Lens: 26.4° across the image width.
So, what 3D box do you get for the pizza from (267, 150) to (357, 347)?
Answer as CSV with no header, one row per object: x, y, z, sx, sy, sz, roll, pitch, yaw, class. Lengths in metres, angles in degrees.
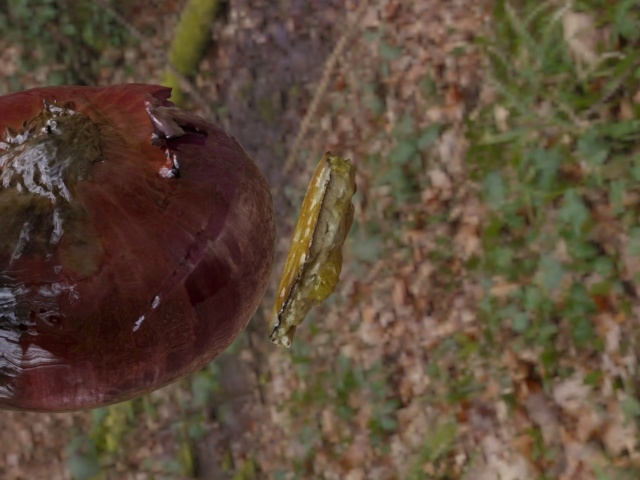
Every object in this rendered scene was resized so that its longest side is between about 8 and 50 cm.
0.001,0.000,1.011,0.099,0.035,0.160,133,154,-67,pizza

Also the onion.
-0.209,0.026,1.161,0.286,0.347,0.348,89,158,-43,onion
